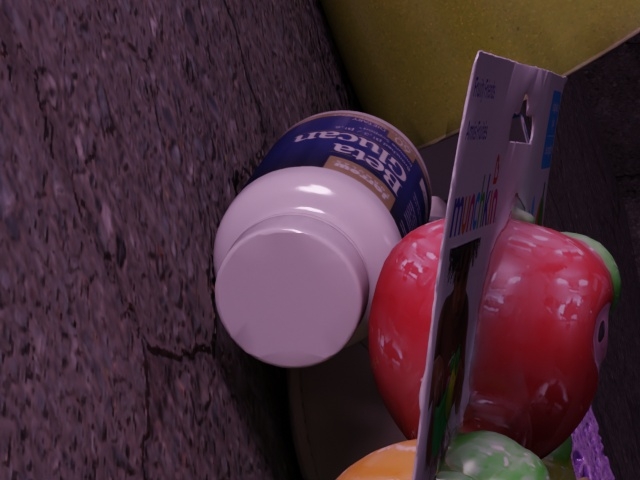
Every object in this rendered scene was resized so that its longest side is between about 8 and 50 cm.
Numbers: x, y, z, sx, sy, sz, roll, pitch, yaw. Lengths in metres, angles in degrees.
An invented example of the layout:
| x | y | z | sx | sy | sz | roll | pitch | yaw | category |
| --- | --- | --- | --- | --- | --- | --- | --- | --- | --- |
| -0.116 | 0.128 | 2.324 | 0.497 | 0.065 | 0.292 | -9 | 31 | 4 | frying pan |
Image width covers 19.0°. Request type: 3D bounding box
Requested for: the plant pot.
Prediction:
| x | y | z | sx | sy | sz | roll | pitch | yaw | category |
| --- | --- | --- | --- | --- | --- | --- | --- | --- | --- |
| 0.087 | -0.251 | 1.313 | 0.293 | 0.275 | 0.275 | 59 | 16 | -7 | plant pot |

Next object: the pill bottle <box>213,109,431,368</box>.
| x | y | z | sx | sy | sz | roll | pitch | yaw | category |
| --- | --- | --- | --- | --- | --- | --- | --- | --- | --- |
| 0.000 | 0.000 | 0.947 | 0.169 | 0.094 | 0.094 | -62 | 136 | -68 | pill bottle |

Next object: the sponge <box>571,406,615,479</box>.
| x | y | z | sx | sy | sz | roll | pitch | yaw | category |
| --- | --- | --- | --- | --- | --- | --- | --- | --- | --- |
| 0.145 | 0.171 | 1.341 | 0.210 | 0.031 | 0.117 | 6 | 65 | -54 | sponge |

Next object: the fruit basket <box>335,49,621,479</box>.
| x | y | z | sx | sy | sz | roll | pitch | yaw | category |
| --- | --- | --- | --- | --- | --- | --- | --- | --- | --- |
| 0.079 | 0.100 | 0.839 | 0.327 | 0.165 | 0.353 | -10 | 113 | -77 | fruit basket |

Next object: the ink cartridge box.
| x | y | z | sx | sy | sz | roll | pitch | yaw | category |
| --- | --- | --- | --- | --- | --- | --- | --- | --- | --- |
| 0.111 | -0.052 | 1.430 | 0.122 | 0.089 | 0.052 | 68 | 9 | -85 | ink cartridge box |

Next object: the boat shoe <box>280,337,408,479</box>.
| x | y | z | sx | sy | sz | roll | pitch | yaw | category |
| --- | --- | --- | --- | --- | --- | --- | --- | --- | --- |
| 0.021 | 0.137 | 1.015 | 0.065 | 0.075 | 0.206 | -1 | -65 | 59 | boat shoe |

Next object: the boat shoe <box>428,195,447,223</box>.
| x | y | z | sx | sy | sz | roll | pitch | yaw | category |
| --- | --- | --- | --- | --- | --- | --- | --- | --- | --- |
| 0.080 | 0.007 | 1.353 | 0.184 | 0.066 | 0.063 | 25 | 66 | -76 | boat shoe |

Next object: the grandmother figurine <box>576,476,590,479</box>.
| x | y | z | sx | sy | sz | roll | pitch | yaw | category |
| --- | --- | --- | --- | --- | --- | --- | --- | --- | --- |
| 0.191 | 0.326 | 1.145 | 0.342 | 0.208 | 0.104 | 57 | 3 | 20 | grandmother figurine |
